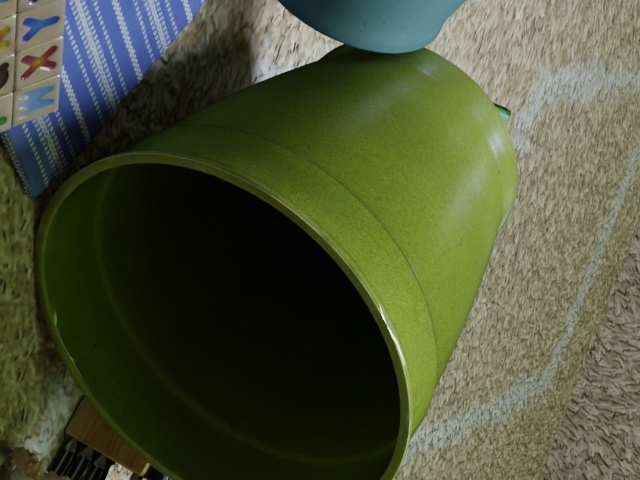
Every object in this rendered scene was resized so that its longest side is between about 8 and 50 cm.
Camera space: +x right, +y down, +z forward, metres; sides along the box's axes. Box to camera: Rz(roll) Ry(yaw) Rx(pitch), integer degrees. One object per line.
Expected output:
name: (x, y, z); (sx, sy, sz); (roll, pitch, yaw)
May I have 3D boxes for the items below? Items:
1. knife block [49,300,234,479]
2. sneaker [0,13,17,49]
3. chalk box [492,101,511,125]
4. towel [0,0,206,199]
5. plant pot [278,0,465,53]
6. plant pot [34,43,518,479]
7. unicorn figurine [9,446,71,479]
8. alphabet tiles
knife block: (-0.187, 0.169, 1.830); (0.088, 0.242, 0.276); (48, 24, -66)
sneaker: (-0.189, -0.273, 1.334); (0.282, 0.099, 0.153); (-53, 156, -19)
chalk box: (0.097, -0.116, 2.063); (0.213, 0.132, 0.132); (8, 106, -65)
towel: (-0.165, -0.220, 1.532); (0.336, 0.040, 0.243); (-53, 156, -21)
plant pot: (0.071, -0.317, 1.673); (0.271, 0.271, 0.255); (-36, 159, -49)
plant pot: (0.000, 0.000, 1.690); (0.353, 0.366, 0.366); (-45, 150, -44)
unicorn figurine: (-0.258, 0.258, 1.738); (0.060, 0.111, 0.162); (-11, 111, -42)
alphabet tiles: (-0.260, -0.137, 1.290); (0.198, 0.009, 0.237); (-24, 150, -27)
